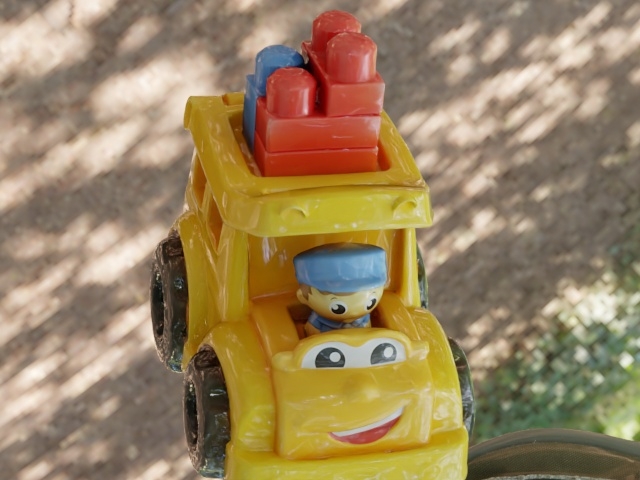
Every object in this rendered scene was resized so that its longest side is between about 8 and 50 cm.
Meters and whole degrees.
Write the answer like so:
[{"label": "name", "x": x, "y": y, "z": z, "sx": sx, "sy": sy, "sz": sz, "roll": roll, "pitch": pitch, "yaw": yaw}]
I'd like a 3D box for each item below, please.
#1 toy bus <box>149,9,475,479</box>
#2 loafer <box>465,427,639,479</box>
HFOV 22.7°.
[{"label": "toy bus", "x": 0.000, "y": 0.000, "z": 0.827, "sx": 0.149, "sy": 0.220, "sz": 0.211, "roll": -2, "pitch": 123, "yaw": -15}, {"label": "loafer", "x": 0.176, "y": 0.167, "z": 0.919, "sx": 0.087, "sy": 0.251, "sz": 0.094, "roll": -80, "pitch": 165, "yaw": -65}]
